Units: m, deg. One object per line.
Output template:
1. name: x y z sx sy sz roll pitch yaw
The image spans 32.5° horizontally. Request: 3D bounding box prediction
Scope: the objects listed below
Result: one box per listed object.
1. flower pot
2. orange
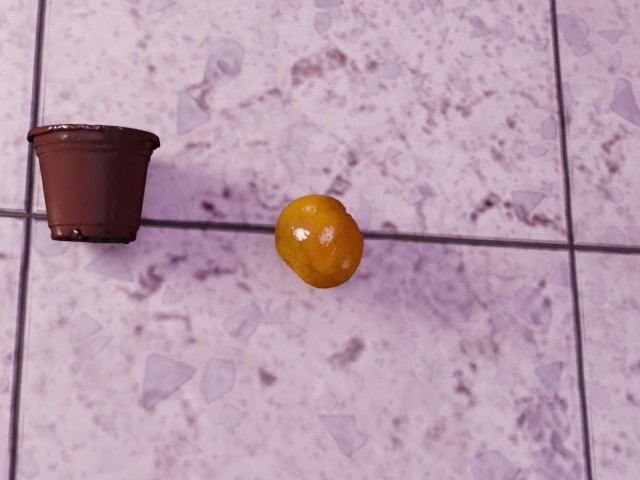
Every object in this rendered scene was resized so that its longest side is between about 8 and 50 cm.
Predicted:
1. flower pot: -0.188 -0.043 0.903 0.111 0.111 0.089 2 85 -13
2. orange: 0.000 0.000 0.943 0.070 0.083 0.083 -41 87 -6
